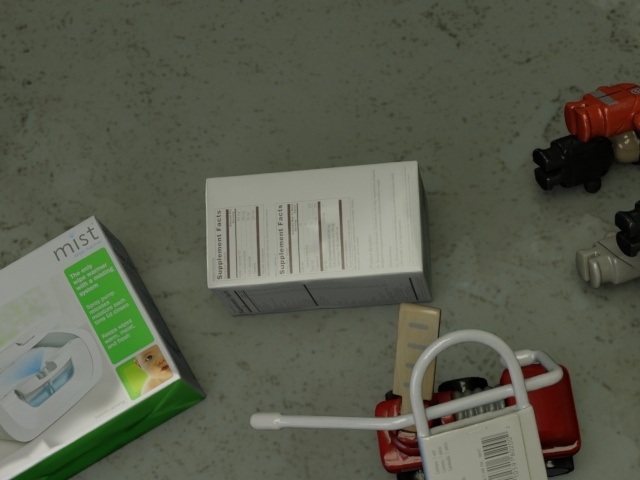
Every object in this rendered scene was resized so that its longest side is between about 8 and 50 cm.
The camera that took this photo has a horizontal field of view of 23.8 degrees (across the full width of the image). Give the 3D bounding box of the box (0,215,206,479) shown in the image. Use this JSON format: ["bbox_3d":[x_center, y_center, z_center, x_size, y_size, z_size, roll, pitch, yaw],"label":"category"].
[{"bbox_3d":[-0.307,0.142,1.758,0.262,0.127,0.231,-30,71,0],"label":"box"}]

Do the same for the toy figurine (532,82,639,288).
[{"bbox_3d":[0.352,-0.065,1.678,0.148,0.213,0.210,-17,72,-14],"label":"toy figurine"}]

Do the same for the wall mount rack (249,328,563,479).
[{"bbox_3d":[0.106,0.251,1.497,0.304,0.130,0.350,-14,104,-7],"label":"wall mount rack"}]

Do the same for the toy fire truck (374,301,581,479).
[{"bbox_3d":[0.159,0.164,1.608,0.217,0.246,0.159,-9,71,6],"label":"toy fire truck"}]

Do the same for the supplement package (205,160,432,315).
[{"bbox_3d":[0.000,0.000,1.746,0.244,0.139,0.134,-4,72,7],"label":"supplement package"}]
